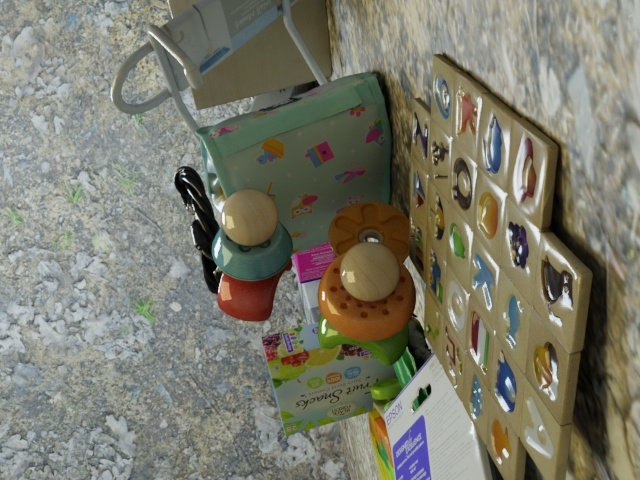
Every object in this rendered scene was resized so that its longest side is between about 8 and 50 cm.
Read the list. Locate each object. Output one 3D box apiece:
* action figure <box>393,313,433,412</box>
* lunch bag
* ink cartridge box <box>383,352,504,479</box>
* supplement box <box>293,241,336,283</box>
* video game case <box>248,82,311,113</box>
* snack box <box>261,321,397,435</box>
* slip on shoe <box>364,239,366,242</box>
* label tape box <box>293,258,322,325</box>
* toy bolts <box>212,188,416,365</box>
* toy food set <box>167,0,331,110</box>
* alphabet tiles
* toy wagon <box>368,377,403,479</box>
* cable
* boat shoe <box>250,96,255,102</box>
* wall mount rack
[{"bbox_3d":[0.123,0.165,0.977,0.137,0.063,0.232,91,160,-77],"label":"action figure"},{"bbox_3d":[-0.031,-0.095,1.048,0.262,0.223,0.160,89,159,-66],"label":"lunch bag"},{"bbox_3d":[0.126,0.224,0.824,0.206,0.045,0.208,116,153,-52],"label":"ink cartridge box"},{"bbox_3d":[-0.006,-0.034,1.551,0.220,0.114,0.111,86,170,-52],"label":"supplement box"},{"bbox_3d":[-0.080,-0.211,1.495,0.269,0.061,0.244,98,-170,-76],"label":"video game case"},{"bbox_3d":[0.021,0.215,1.391,0.070,0.207,0.174,-111,10,-54],"label":"snack box"},{"bbox_3d":[0.049,-0.025,1.372,0.135,0.041,0.051,82,172,-50],"label":"slip on shoe"},{"bbox_3d":[0.039,0.202,1.723,0.240,0.106,0.333,81,173,-50],"label":"label tape box"},{"bbox_3d":[0.000,0.000,0.916,0.158,0.229,0.218,91,-167,-54],"label":"toy bolts"},{"bbox_3d":[-0.108,-0.339,1.238,0.306,0.220,0.092,82,172,-49],"label":"toy food set"},{"bbox_3d":[0.124,0.018,0.676,0.342,0.011,0.285,-113,19,-61],"label":"alphabet tiles"},{"bbox_3d":[0.142,0.364,1.268,0.344,0.068,0.267,-149,45,-83],"label":"toy wagon"},{"bbox_3d":[-0.145,-0.010,1.056,0.184,0.047,0.150,89,157,-75],"label":"cable"},{"bbox_3d":[-0.109,-0.342,1.859,0.302,0.103,0.113,-110,8,-47],"label":"boat shoe"},{"bbox_3d":[-0.091,-0.225,1.125,0.130,0.350,0.304,45,166,21],"label":"wall mount rack"}]
